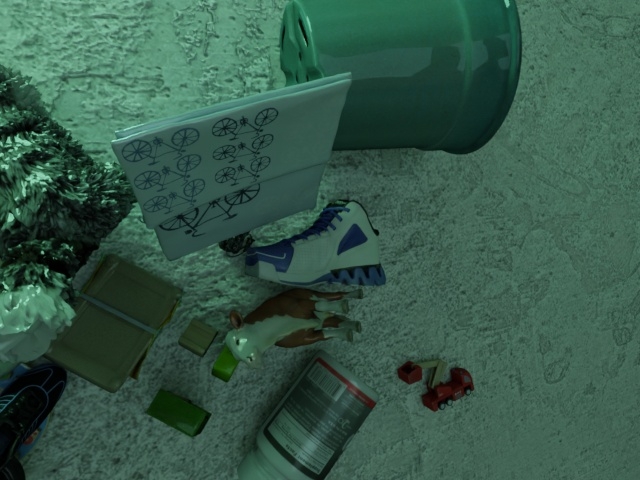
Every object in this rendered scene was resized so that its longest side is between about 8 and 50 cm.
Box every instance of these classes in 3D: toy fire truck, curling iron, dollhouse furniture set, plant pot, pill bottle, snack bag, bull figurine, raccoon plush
[{"bbox_3d":[0.294,0.348,1.018,0.192,0.047,0.135,-17,99,-22],"label":"toy fire truck"},{"bbox_3d":[-0.162,-0.104,0.792,0.068,0.035,0.273,0,95,-28],"label":"curling iron"},{"bbox_3d":[-0.301,0.191,0.738,0.302,0.151,0.197,29,65,-1],"label":"dollhouse furniture set"},{"bbox_3d":[0.113,-0.313,0.754,0.335,0.341,0.340,-10,98,-15],"label":"plant pot"},{"bbox_3d":[-0.024,0.381,0.820,0.161,0.161,0.283,43,78,-20],"label":"pill bottle"},{"bbox_3d":[-0.119,-0.088,0.634,0.323,0.342,0.037,-23,69,-22],"label":"snack bag"},{"bbox_3d":[-0.032,0.140,0.719,0.189,0.310,0.101,-3,93,13],"label":"bull figurine"},{"bbox_3d":[-0.389,-0.100,0.488,0.216,0.446,0.299,-42,125,-14],"label":"raccoon plush"}]

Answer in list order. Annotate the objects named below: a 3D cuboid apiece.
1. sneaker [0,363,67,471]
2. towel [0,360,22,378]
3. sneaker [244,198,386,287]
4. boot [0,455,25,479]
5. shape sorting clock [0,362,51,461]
[{"bbox_3d":[-0.453,0.273,0.587,0.081,0.091,0.232,55,33,-22],"label":"sneaker"},{"bbox_3d":[-0.602,0.103,0.569,0.312,0.056,0.324,-38,94,-16],"label":"towel"},{"bbox_3d":[0.001,0.000,0.833,0.316,0.127,0.182,4,89,-31],"label":"sneaker"},{"bbox_3d":[-0.591,0.436,0.497,0.348,0.260,0.131,-29,100,-10],"label":"boot"},{"bbox_3d":[-0.551,0.281,0.648,0.206,0.040,0.206,-2,94,-24],"label":"shape sorting clock"}]
